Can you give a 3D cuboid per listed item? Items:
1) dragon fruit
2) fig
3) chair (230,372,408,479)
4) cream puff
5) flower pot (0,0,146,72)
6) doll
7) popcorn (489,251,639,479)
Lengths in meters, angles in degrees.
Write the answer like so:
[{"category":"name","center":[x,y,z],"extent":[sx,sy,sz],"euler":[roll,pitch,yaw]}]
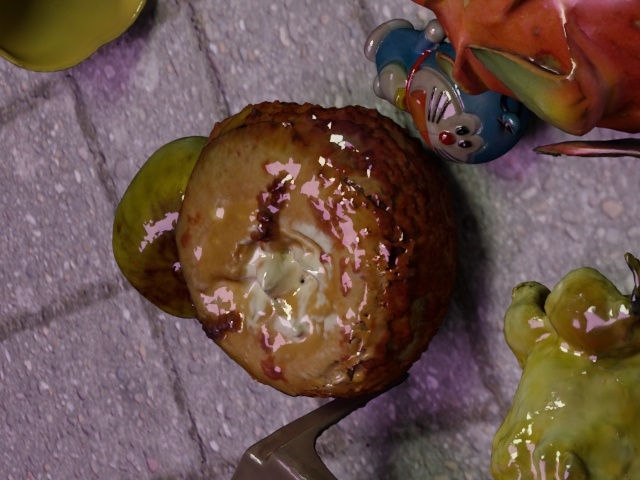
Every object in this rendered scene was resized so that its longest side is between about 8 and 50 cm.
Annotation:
[{"category":"dragon fruit","center":[0.159,-0.162,1.016],"extent":[0.227,0.224,0.224],"euler":[11,112,50]},{"category":"fig","center":[-0.105,-0.010,1.426],"extent":[0.136,0.121,0.153],"euler":[10,94,6]},{"category":"chair","center":[-0.038,0.252,1.297],"extent":[0.175,0.326,0.183],"euler":[47,134,23]},{"category":"cream puff","center":[0.000,0.001,1.289],"extent":[0.240,0.164,0.240],"euler":[18,123,30]},{"category":"flower pot","center":[-0.264,-0.264,1.474],"extent":[0.179,0.195,0.195],"euler":[37,130,49]},{"category":"doll","center":[0.092,-0.105,1.208],"extent":[0.152,0.085,0.114],"euler":[37,153,45]},{"category":"popcorn","center":[0.199,0.119,1.128],"extent":[0.168,0.173,0.195],"euler":[4,80,10]}]
